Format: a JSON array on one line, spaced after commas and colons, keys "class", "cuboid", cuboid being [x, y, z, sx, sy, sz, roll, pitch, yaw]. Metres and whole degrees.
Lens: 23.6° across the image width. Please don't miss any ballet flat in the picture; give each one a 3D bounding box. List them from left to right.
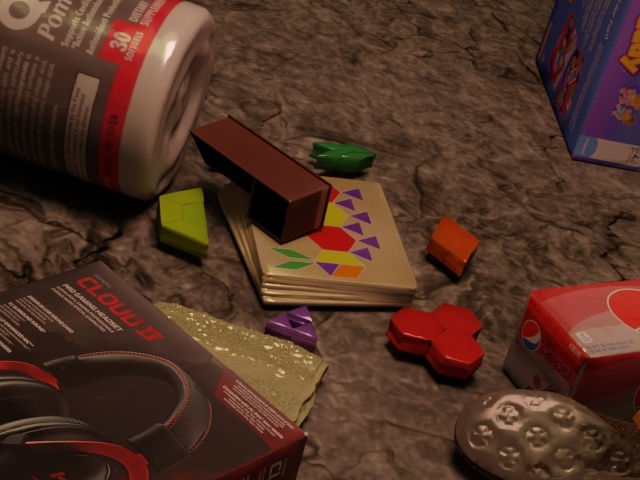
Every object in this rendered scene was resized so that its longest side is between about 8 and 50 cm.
[{"class": "ballet flat", "cuboid": [0.220, 0.164, 1.142, 0.250, 0.058, 0.084, 7, 68, -3]}]

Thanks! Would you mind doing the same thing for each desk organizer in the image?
[{"class": "desk organizer", "cuboid": [-0.056, -0.053, 1.313, 0.130, 0.047, 0.050, 36, 39, 30]}]

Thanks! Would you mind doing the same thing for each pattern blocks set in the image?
[{"class": "pattern blocks set", "cuboid": [0.000, 0.000, 1.322, 0.286, 0.026, 0.325, 10, 32, -8]}]

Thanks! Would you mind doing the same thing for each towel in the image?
[{"class": "towel", "cuboid": [-0.074, 0.095, 1.142, 0.148, 0.027, 0.110, 19, 31, 5]}]

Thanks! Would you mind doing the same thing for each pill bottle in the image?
[{"class": "pill bottle", "cuboid": [-0.265, -0.163, 1.323, 0.319, 0.176, 0.176, 18, 32, 5]}]

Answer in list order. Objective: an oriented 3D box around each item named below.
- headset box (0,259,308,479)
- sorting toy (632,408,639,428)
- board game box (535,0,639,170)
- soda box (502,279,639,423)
[{"class": "headset box", "cuboid": [-0.169, 0.136, 0.956, 0.293, 0.110, 0.218, -19, 45, -42]}, {"class": "sorting toy", "cuboid": [0.341, 0.228, 1.013, 0.229, 0.041, 0.307, 2, 41, -41]}, {"class": "board game box", "cuboid": [0.332, -0.281, 1.602, 0.078, 0.347, 0.233, 10, 33, -10]}, {"class": "soda box", "cuboid": [0.287, 0.087, 1.257, 0.263, 0.083, 0.092, -5, 37, -29]}]
